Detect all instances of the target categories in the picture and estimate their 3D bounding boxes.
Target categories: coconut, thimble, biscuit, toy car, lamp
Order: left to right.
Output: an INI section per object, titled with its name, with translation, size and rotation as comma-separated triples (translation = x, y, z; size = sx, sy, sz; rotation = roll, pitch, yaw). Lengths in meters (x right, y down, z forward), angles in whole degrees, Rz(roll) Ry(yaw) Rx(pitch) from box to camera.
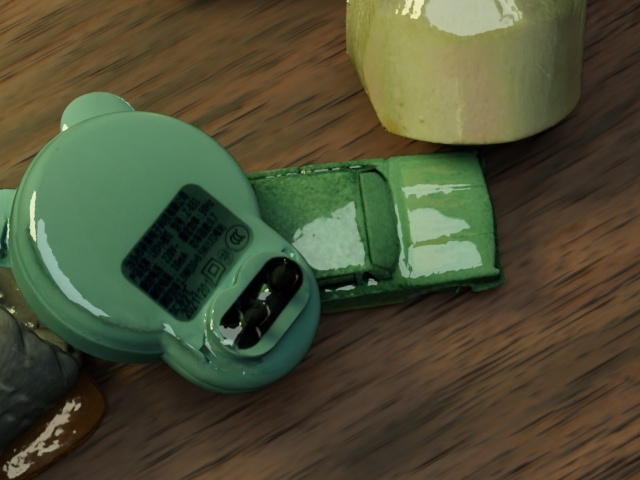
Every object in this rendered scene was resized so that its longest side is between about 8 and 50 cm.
[thimble]
translation = -0.325, 0.078, 1.244
size = 0.172, 0.205, 0.236
rotation = -40, 72, 1
[biscuit]
translation = -0.262, 0.105, 1.360
size = 0.186, 0.036, 0.192
rotation = -30, 76, -8
[lamp]
translation = -0.129, 0.012, 1.240
size = 0.284, 0.147, 0.209
rotation = 30, 65, 14
[toy car]
translation = 0.000, 0.000, 1.347
size = 0.321, 0.097, 0.141
rotation = -8, 74, 0
[coconut]
translation = 0.131, -0.181, 1.338
size = 0.241, 0.241, 0.241
rotation = -1, 73, 2
